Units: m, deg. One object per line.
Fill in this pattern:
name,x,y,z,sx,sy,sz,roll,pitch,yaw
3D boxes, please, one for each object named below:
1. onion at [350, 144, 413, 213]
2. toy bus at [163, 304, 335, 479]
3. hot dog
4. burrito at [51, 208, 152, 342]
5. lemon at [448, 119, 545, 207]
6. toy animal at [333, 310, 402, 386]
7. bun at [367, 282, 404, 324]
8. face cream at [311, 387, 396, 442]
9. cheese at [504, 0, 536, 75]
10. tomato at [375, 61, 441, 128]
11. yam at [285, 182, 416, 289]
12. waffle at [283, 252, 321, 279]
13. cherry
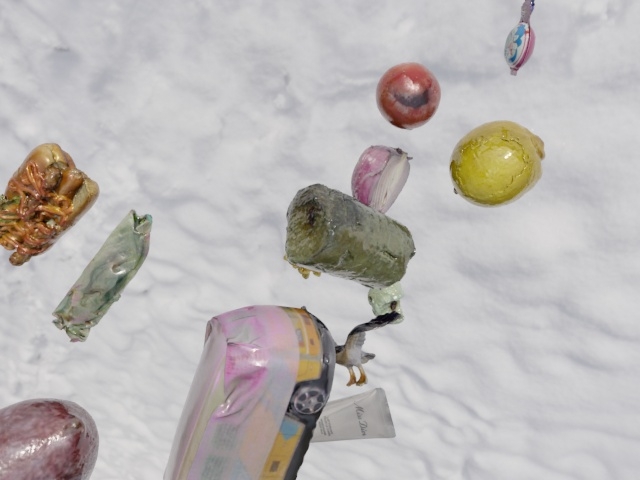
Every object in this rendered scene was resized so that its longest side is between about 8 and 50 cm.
onion,0.188,-0.198,1.924,0.159,0.348,0.267,28,-175,30
toy bus,-0.120,0.274,0.757,0.163,0.171,0.385,12,108,-27
hot dog,-0.614,-0.066,1.102,0.349,0.117,0.158,-31,111,33
burrito,-0.442,0.075,1.069,0.096,0.309,0.066,35,-177,-7
lemon,0.573,-0.249,1.686,0.298,0.297,0.297,16,140,14
toy animal,0.057,0.250,1.137,0.273,0.197,0.160,-21,106,34
bun,0.258,0.242,2.059,0.204,0.127,0.212,173,83,-80
face cream,0.035,0.485,1.383,0.315,0.089,0.143,-14,95,12
cheese,0.591,-0.610,1.506,0.062,0.155,0.244,4,114,-2
tomato,0.280,-0.460,1.636,0.208,0.184,0.207,1,95,10
yam,0.057,-0.004,1.180,0.195,0.195,0.300,-17,153,41
waffle,0.001,0.001,1.842,0.283,0.309,0.065,19,-175,-41
cherry,-0.501,0.381,0.873,0.300,0.203,0.230,-42,144,13
